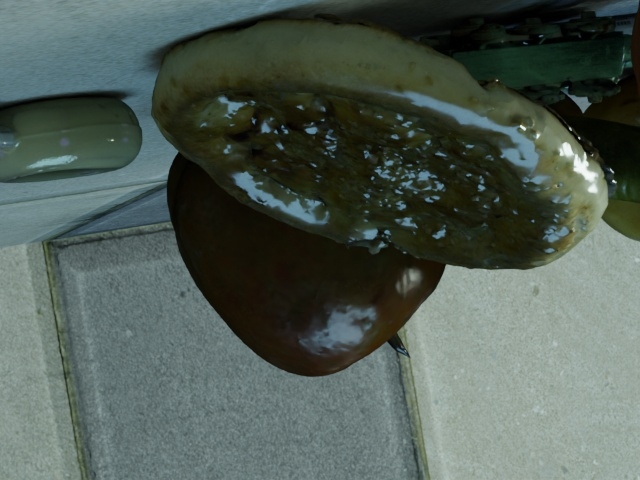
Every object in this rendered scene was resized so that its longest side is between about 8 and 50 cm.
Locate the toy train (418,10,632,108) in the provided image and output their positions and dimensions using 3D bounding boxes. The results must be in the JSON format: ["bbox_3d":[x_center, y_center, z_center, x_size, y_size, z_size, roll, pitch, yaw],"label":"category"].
[{"bbox_3d":[0.167,-0.150,1.661,0.194,0.080,0.125,-7,-175,-18],"label":"toy train"}]

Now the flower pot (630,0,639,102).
[{"bbox_3d":[0.324,-0.144,1.408,0.173,0.190,0.190,3,175,-13],"label":"flower pot"}]

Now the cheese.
[{"bbox_3d":[-0.252,-0.085,1.675,0.137,0.064,0.227,-13,175,32],"label":"cheese"}]

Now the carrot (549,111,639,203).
[{"bbox_3d":[0.247,-0.063,1.628,0.359,0.074,0.074,9,-174,25],"label":"carrot"}]

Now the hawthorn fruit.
[{"bbox_3d":[0.000,0.000,1.876,0.268,0.301,0.268,-31,-171,6],"label":"hawthorn fruit"}]

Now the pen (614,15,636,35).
[{"bbox_3d":[0.241,-0.184,1.766,0.218,0.026,0.026,-9,178,-20],"label":"pen"}]

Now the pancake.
[{"bbox_3d":[0.046,-0.065,1.563,0.382,0.071,0.382,13,161,5],"label":"pancake"}]

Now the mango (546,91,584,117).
[{"bbox_3d":[0.144,-0.113,1.979,0.268,0.133,0.111,3,140,28],"label":"mango"}]

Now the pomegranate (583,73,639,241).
[{"bbox_3d":[0.418,-0.106,2.338,0.233,0.233,0.233,-10,178,0],"label":"pomegranate"}]
